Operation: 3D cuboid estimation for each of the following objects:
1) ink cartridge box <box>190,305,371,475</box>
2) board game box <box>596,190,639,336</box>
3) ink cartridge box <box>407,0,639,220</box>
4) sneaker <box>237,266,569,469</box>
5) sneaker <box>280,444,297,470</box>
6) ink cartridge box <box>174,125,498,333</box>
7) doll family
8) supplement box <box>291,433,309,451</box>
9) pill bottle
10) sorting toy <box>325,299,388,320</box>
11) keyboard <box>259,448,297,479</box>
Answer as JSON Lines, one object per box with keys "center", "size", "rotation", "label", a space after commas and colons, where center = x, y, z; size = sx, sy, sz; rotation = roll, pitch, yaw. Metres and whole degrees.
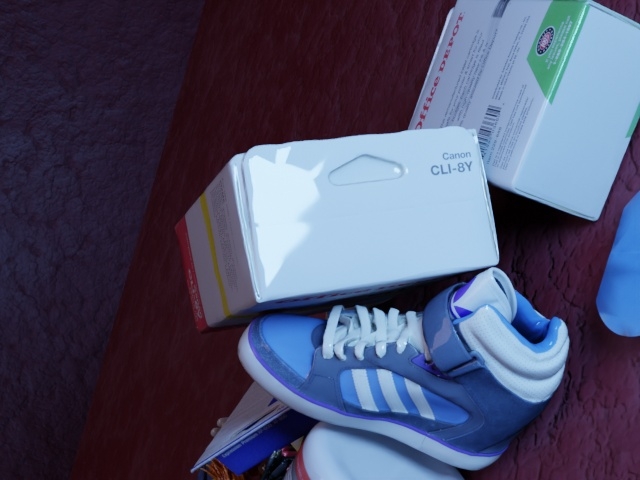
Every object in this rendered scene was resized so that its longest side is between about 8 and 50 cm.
{"center": [-0.030, 0.193, 1.330], "size": [0.176, 0.069, 0.371], "rotation": [-35, 3, 18], "label": "ink cartridge box"}
{"center": [0.326, 0.016, 0.984], "size": [0.133, 0.033, 0.168], "rotation": [-9, 59, 70], "label": "board game box"}
{"center": [0.234, -0.164, 1.207], "size": [0.211, 0.121, 0.289], "rotation": [-70, 23, 7], "label": "ink cartridge box"}
{"center": [0.095, 0.093, 1.083], "size": [0.130, 0.323, 0.236], "rotation": [-67, 0, -55], "label": "sneaker"}
{"center": [-0.042, 0.342, 1.568], "size": [0.119, 0.047, 0.057], "rotation": [-100, 24, -51], "label": "sneaker"}
{"center": [0.000, 0.000, 1.239], "size": [0.385, 0.279, 0.160], "rotation": [148, 113, -72], "label": "ink cartridge box"}
{"center": [-0.160, 0.398, 1.686], "size": [0.263, 0.118, 0.163], "rotation": [-61, 25, 23], "label": "doll family"}
{"center": [0.003, 0.269, 1.459], "size": [0.056, 0.083, 0.083], "rotation": [-69, 23, 4], "label": "supplement box"}
{"center": [0.007, 0.395, 1.192], "size": [0.363, 0.210, 0.210], "rotation": [-62, 25, 22], "label": "pill bottle"}
{"center": [0.081, -0.006, 1.542], "size": [0.307, 0.041, 0.229], "rotation": [-32, 45, 57], "label": "sorting toy"}
{"center": [-0.046, 0.349, 1.295], "size": [0.317, 0.201, 0.033], "rotation": [-51, 49, 8], "label": "keyboard"}
